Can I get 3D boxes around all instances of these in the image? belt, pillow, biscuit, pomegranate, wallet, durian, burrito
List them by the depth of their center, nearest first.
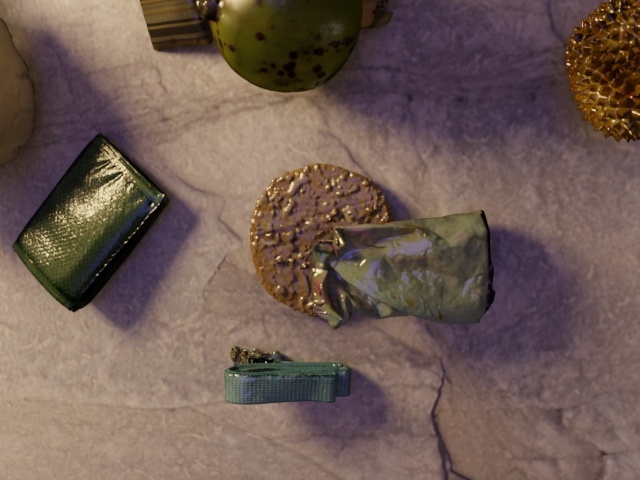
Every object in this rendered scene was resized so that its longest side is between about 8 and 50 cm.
[{"bbox_3d":[0.361,-0.201,0.540,0.158,0.137,0.168,-20,78,-7],"label":"durian"},{"bbox_3d":[-0.019,-0.293,0.575,0.245,0.198,0.198,-32,89,3],"label":"pomegranate"},{"bbox_3d":[0.101,0.037,0.615,0.228,0.089,0.144,-2,91,-4],"label":"burrito"},{"bbox_3d":[-0.212,-0.366,0.645,0.113,0.038,0.204,6,121,26],"label":"pillow"},{"bbox_3d":[0.000,0.000,0.677,0.219,0.033,0.220,1,98,9],"label":"biscuit"},{"bbox_3d":[-0.047,0.198,0.696,0.179,0.100,0.065,3,96,-4],"label":"belt"},{"bbox_3d":[-0.352,-0.027,0.737,0.160,0.055,0.236,42,96,8],"label":"wallet"}]

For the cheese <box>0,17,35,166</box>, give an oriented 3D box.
[{"bbox_3d":[-0.595,-0.236,0.669,0.291,0.153,0.333,-10,109,8],"label":"cheese"}]
